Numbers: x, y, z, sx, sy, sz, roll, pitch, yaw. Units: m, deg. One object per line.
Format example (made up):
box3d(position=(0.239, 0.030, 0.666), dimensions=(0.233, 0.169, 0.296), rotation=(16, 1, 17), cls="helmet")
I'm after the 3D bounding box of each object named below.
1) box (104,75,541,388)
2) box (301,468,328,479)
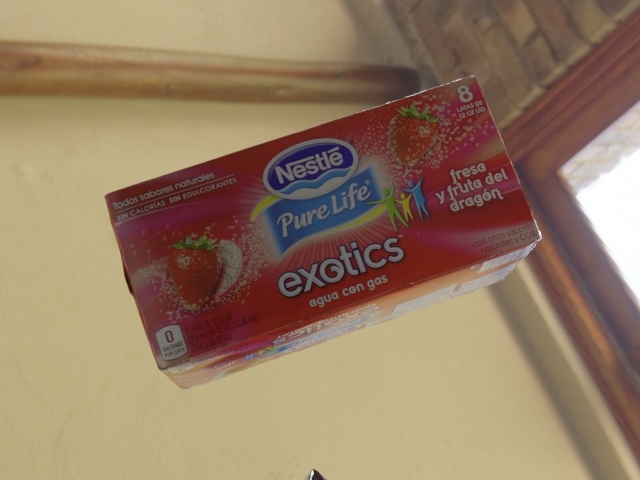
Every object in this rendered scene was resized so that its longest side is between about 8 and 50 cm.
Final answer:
box3d(position=(0.000, 0.000, 0.715), dimensions=(0.257, 0.128, 0.123), rotation=(-19, -103, -5), cls="box")
box3d(position=(0.063, 0.439, 1.264), dimensions=(0.295, 0.073, 0.293), rotation=(43, -170, -2), cls="box")
